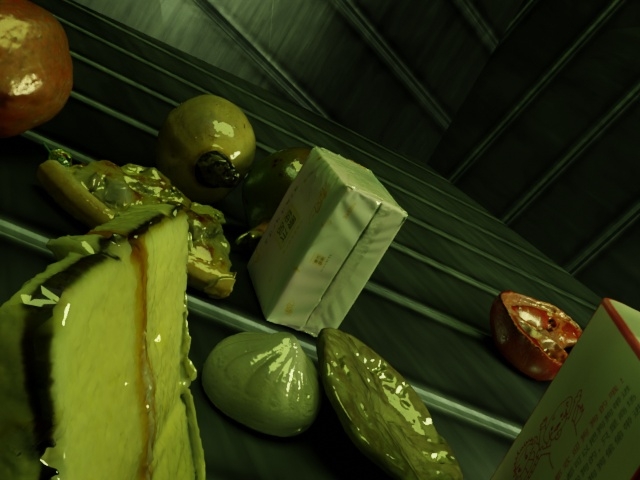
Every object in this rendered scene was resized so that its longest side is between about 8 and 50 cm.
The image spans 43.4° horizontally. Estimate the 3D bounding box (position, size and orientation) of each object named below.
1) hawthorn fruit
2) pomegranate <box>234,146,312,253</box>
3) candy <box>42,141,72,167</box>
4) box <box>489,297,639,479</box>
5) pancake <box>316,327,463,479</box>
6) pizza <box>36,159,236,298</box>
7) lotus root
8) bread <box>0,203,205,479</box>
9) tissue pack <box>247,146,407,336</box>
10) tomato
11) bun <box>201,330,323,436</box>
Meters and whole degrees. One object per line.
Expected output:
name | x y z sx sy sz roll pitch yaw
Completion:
hawthorn fruit | -0.475 -0.233 1.152 0.211 0.210 0.262 27 39 -12
pomegranate | -0.058 -0.060 1.367 0.246 0.198 0.198 -15 44 -44
candy | -0.413 -0.134 1.244 0.035 0.035 0.123 5 16 -33
box | 0.348 0.280 0.749 0.300 0.314 0.312 27 15 1
pancake | 0.066 0.201 0.926 0.242 0.050 0.242 43 12 -12
pizza | -0.231 -0.036 1.149 0.323 0.089 0.223 32 18 8
lotus root | -0.196 -0.150 1.392 0.183 0.182 0.310 24 16 -21
bread | -0.137 0.111 0.529 0.198 0.236 0.263 29 15 -2
tissue pack | 0.000 0.000 1.183 0.124 0.225 0.185 24 16 -25
tomato | 0.420 0.202 1.569 0.228 0.101 0.228 25 24 -12
bun | -0.054 0.141 0.877 0.138 0.094 0.138 25 13 -6
